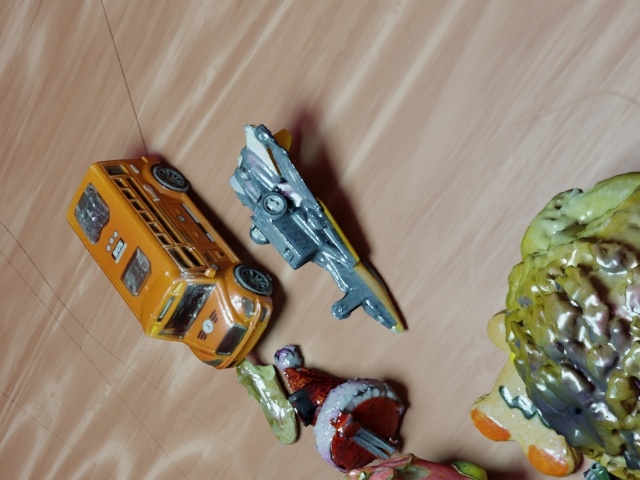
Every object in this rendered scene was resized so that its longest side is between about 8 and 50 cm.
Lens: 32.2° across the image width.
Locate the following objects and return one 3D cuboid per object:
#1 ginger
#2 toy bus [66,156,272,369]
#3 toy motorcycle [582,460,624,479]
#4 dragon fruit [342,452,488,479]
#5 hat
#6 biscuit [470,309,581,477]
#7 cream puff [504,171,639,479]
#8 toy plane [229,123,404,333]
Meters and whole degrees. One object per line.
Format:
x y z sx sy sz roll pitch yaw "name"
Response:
-0.068 0.220 1.547 0.057 0.044 0.137 -33 81 6 "ginger"
-0.213 0.032 1.548 0.329 0.153 0.143 49 121 27 "toy bus"
0.296 0.379 1.197 0.205 0.275 0.127 48 169 -11 "toy motorcycle"
0.121 0.361 1.317 0.224 0.224 0.227 -21 89 38 "dragon fruit"
0.001 0.205 1.447 0.227 0.140 0.129 35 107 43 "hat"
0.259 0.142 1.285 0.165 0.036 0.250 27 112 31 "biscuit"
0.302 0.094 1.057 0.231 0.327 0.343 -42 50 -13 "cream puff"
-0.010 0.006 1.433 0.316 0.103 0.204 56 157 13 "toy plane"
